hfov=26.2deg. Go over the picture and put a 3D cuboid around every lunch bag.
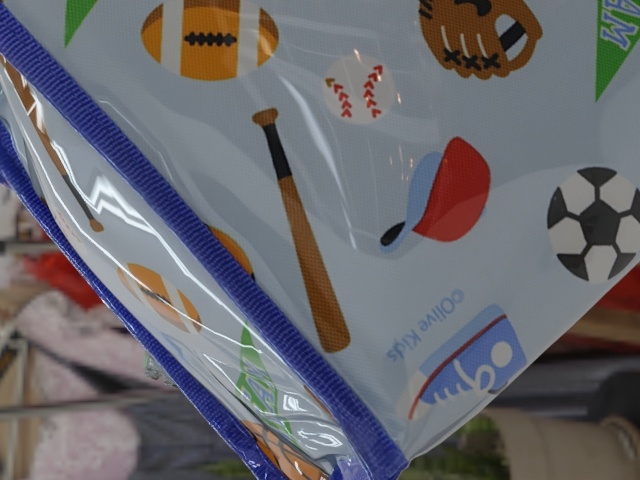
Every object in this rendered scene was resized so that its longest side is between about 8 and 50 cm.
[{"bbox_3d":[-0.005,-0.111,0.673,0.385,0.328,0.239,47,159,5],"label":"lunch bag"}]

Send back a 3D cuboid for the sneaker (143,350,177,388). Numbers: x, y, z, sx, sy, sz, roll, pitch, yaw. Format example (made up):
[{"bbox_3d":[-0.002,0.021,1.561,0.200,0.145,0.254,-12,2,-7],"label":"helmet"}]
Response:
[{"bbox_3d":[0.000,0.000,0.912,0.343,0.134,0.146,-36,-49,-51],"label":"sneaker"}]
